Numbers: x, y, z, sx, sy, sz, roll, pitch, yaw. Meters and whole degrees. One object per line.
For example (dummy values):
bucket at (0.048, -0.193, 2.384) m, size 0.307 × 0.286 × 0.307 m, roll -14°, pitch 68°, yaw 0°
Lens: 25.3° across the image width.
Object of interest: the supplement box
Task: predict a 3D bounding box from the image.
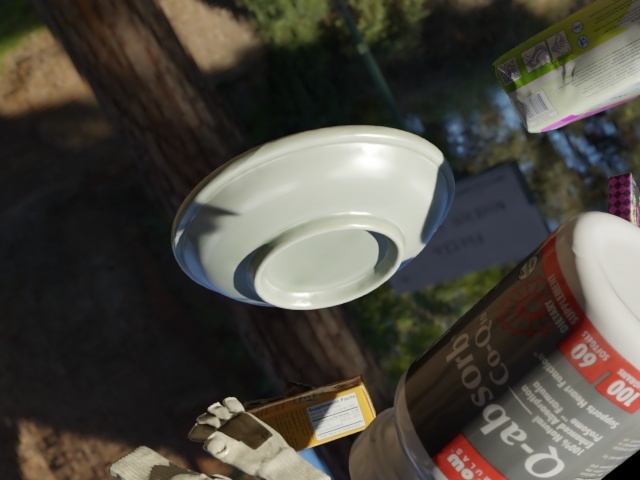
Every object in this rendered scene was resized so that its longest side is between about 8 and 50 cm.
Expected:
supplement box at (-0.031, 0.287, 2.261) m, size 0.233 × 0.080 × 0.078 m, roll -16°, pitch -170°, yaw 2°

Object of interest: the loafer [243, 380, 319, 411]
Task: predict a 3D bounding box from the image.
loafer at (-0.037, 0.270, 2.384) m, size 0.223 × 0.078 × 0.076 m, roll -22°, pitch 157°, yaw 24°

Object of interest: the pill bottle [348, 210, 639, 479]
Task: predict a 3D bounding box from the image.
pill bottle at (0.204, 0.158, 1.407) m, size 0.363 × 0.210 × 0.210 m, roll -47°, pitch 180°, yaw 31°

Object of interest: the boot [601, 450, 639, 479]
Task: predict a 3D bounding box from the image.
boot at (0.467, 0.228, 1.674) m, size 0.284 × 0.138 × 0.377 m, roll -8°, pitch 178°, yaw -41°

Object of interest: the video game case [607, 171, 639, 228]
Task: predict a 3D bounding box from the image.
video game case at (0.462, 0.055, 2.062) m, size 0.042 × 0.210 × 0.232 m, roll -11°, pitch -134°, yaw 24°

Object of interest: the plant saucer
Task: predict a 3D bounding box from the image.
plant saucer at (0.000, 0.000, 1.943) m, size 0.400 × 0.100 × 0.400 m, roll -11°, pitch 149°, yaw -7°

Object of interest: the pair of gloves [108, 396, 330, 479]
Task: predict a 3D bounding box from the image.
pair of gloves at (-0.129, 0.300, 1.853) m, size 0.204 × 0.042 × 0.240 m, roll 33°, pitch -144°, yaw 31°

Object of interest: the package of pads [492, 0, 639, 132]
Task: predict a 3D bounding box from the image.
package of pads at (0.353, -0.218, 1.521) m, size 0.229 × 0.101 × 0.296 m, roll -28°, pitch 177°, yaw 37°
